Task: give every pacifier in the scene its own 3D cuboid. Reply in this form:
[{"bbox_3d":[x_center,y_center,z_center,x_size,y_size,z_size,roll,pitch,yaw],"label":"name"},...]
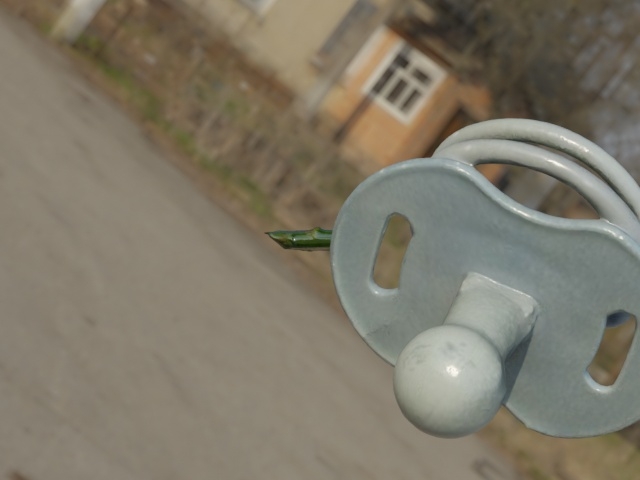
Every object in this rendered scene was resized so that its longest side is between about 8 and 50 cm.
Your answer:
[{"bbox_3d":[0.129,0.060,1.475,0.299,0.244,0.233,22,41,13],"label":"pacifier"}]

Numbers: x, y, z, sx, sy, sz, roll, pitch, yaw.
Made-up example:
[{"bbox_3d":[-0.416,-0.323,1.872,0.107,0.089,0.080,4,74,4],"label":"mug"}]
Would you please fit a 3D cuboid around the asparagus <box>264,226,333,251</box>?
[{"bbox_3d":[0.000,-0.001,1.780,0.108,0.021,0.025,0,-17,13],"label":"asparagus"}]
